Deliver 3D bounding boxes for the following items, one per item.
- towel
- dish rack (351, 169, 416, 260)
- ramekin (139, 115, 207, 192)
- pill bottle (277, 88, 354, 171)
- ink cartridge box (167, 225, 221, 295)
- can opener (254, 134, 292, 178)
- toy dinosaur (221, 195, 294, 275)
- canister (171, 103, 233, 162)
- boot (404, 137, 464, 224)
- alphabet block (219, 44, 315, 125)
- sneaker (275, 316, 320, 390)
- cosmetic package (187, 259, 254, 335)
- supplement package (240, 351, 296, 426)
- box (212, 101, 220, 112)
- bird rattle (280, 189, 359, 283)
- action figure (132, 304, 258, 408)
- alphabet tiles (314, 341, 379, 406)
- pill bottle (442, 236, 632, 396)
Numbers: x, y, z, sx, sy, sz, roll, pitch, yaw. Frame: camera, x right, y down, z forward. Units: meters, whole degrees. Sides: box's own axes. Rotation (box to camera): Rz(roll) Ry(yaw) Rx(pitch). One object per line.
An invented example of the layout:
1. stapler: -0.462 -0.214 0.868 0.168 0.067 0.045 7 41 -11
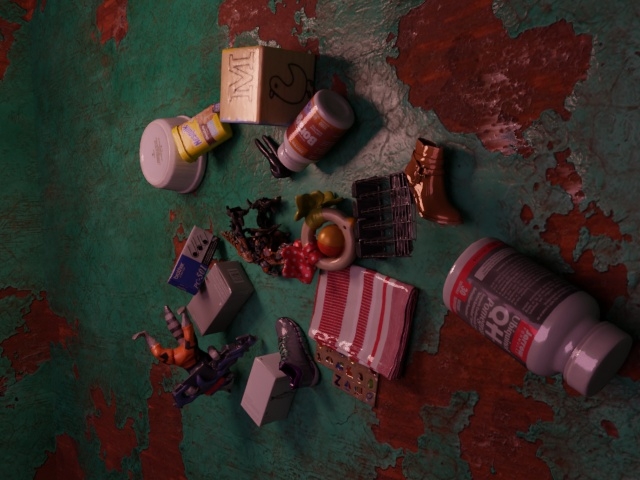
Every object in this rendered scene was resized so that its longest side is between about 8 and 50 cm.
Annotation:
1. towel: 0.095 0.186 1.647 0.329 0.037 0.237 19 103 46
2. dish rack: 0.154 -0.055 1.487 0.271 0.074 0.208 175 89 -66
3. ramekin: -0.513 -0.295 2.226 0.272 0.127 0.273 5 97 48
4. pill bottle: -0.018 -0.276 1.681 0.216 0.121 0.121 -44 62 40
5. ink cartridge box: -0.400 0.062 2.072 0.046 0.097 0.207 -43 24 54
6. can opener: -0.134 -0.244 1.867 0.073 0.059 0.186 90 157 -46
7. toy dinosaur: -0.192 -0.002 1.888 0.321 0.164 0.219 -1 110 27
8. canister: -0.373 -0.341 2.060 0.169 0.073 0.126 -29 73 17
9. boot: 0.252 -0.129 1.424 0.197 0.073 0.152 37 123 43
10. alphabet block: -0.146 -0.412 1.764 0.193 0.192 0.197 13 104 45
11. sneaker: -0.087 0.312 1.822 0.083 0.098 0.224 -53 56 36
12. cosmetic package: -0.320 0.185 2.070 0.127 0.107 0.238 55 127 25
13. supplement package: -0.143 0.429 1.890 0.105 0.105 0.179 39 121 39
14. box: -0.234 -0.388 1.900 0.094 0.137 0.027 0 93 47
15. bird rattle: 0.000 0.000 1.664 0.206 0.143 0.254 19 102 31
16. action figure: -0.364 0.339 2.035 0.341 0.330 0.178 -34 21 4
17. alphabet tiles: 0.069 0.302 1.715 0.237 0.009 0.198 18 107 46
18. pill bottle: 0.398 0.140 1.210 0.318 0.176 0.176 38 120 40
